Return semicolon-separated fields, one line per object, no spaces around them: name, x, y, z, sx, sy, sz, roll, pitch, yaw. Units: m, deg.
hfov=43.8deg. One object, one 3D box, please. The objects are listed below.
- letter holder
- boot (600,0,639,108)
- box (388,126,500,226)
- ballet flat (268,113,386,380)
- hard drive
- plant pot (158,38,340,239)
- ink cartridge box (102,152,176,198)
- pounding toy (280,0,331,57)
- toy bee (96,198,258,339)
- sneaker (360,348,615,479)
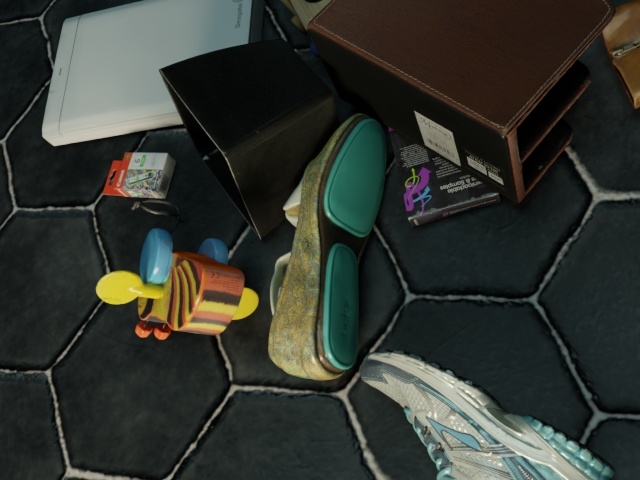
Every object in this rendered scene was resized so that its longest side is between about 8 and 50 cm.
letter holder;0.176;-0.228;0.966;0.302;0.152;0.214;36;80;31
boot;0.488;-0.229;0.905;0.280;0.096;0.264;-23;61;11
box;0.154;-0.106;1.018;0.116;0.029;0.162;-15;60;14
ballet flat;0.000;0.000;0.988;0.123;0.123;0.349;0;67;22
hard drive;-0.263;-0.281;1.254;0.353;0.047;0.233;-6;65;18
plant pot;-0.076;-0.153;1.050;0.167;0.188;0.187;-33;58;-9
ink cartridge box;-0.276;-0.098;1.183;0.115;0.029;0.063;4;69;23
pounding toy;-0.011;-0.324;1.118;0.100;0.141;0.130;-29;59;8
toy bee;-0.176;0.066;1.015;0.195;0.298;0.162;14;101;-8
sneaker;0.147;0.211;0.830;0.283;0.110;0.122;26;82;29
